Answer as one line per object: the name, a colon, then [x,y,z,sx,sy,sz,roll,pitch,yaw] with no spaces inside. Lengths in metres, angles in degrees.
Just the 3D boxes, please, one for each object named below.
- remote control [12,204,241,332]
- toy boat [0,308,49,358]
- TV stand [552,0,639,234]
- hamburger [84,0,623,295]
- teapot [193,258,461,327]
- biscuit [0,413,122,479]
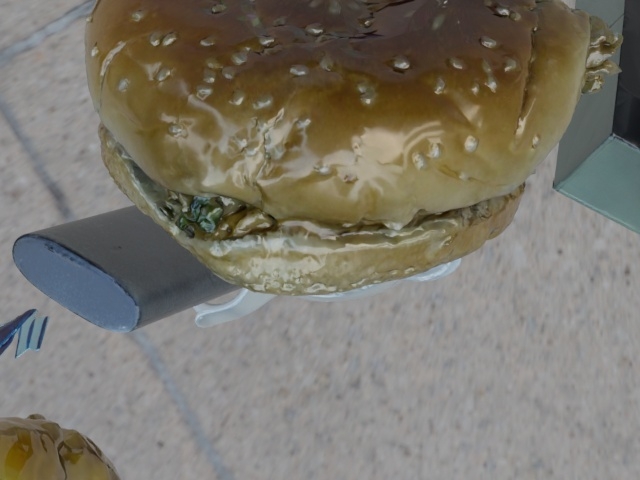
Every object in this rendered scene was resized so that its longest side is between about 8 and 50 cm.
remote control: [-0.092,0.002,1.305,0.107,0.377,0.044,26,107,16]
toy boat: [-0.413,0.148,1.833,0.291,0.220,0.067,-19,120,8]
TV stand: [0.254,-0.142,1.395,0.088,0.269,0.083,25,138,-16]
hamburger: [0.014,-0.076,0.925,0.286,0.243,0.146,7,126,0]
teapot: [0.000,0.000,1.729,0.298,0.139,0.204,-16,146,27]
biscuit: [-0.272,0.333,1.204,0.104,0.429,0.446,14,80,27]
